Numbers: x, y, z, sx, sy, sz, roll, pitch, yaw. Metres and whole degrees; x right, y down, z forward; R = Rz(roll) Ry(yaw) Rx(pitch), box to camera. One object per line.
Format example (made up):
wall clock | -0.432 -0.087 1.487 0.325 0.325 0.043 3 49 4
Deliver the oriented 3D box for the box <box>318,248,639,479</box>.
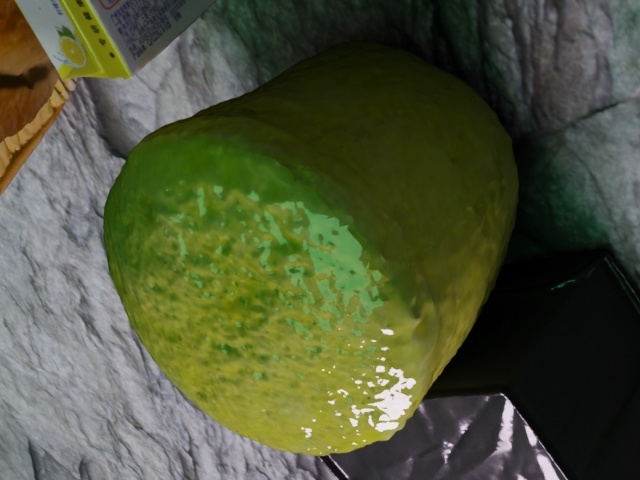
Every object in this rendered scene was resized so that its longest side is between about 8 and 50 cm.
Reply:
box | 0.181 0.181 1.580 0.345 0.204 0.251 -13 121 49

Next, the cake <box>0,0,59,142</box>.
cake | -0.409 -0.282 1.502 0.306 0.293 0.314 20 131 26

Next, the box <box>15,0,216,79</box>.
box | -0.146 -0.275 1.305 0.097 0.265 0.168 2 132 45

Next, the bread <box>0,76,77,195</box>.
bread | -0.395 -0.122 1.682 0.152 0.288 0.119 28 162 13

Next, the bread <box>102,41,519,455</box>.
bread | 0.000 0.000 1.430 0.348 0.308 0.348 19 128 26
